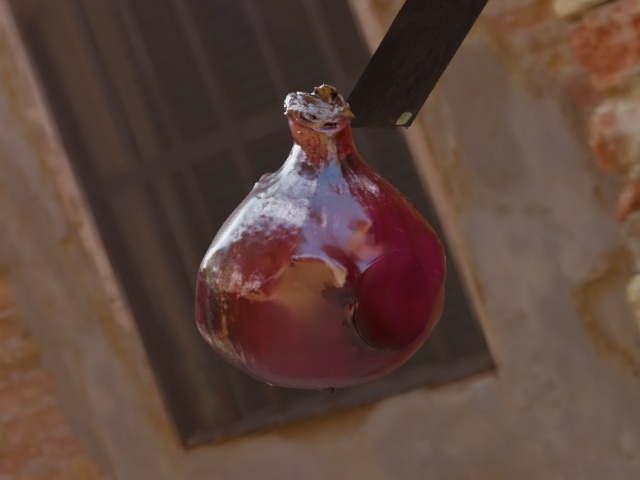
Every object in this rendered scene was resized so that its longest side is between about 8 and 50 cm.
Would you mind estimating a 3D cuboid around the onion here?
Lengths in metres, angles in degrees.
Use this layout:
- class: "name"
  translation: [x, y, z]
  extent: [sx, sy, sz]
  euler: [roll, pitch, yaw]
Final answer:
- class: "onion"
  translation: [0.009, 0.005, 1.142]
  extent: [0.173, 0.198, 0.135]
  euler: [-13, 26, -34]

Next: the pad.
- class: "pad"
  translation: [0.086, -0.164, 1.378]
  extent: [0.116, 0.004, 0.193]
  euler: [-6, -46, -55]
